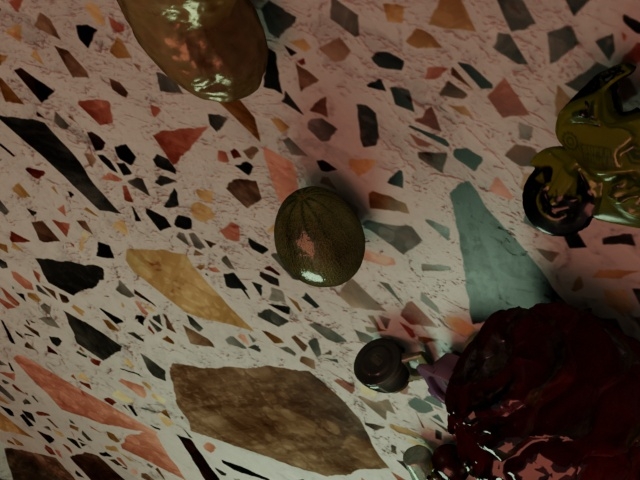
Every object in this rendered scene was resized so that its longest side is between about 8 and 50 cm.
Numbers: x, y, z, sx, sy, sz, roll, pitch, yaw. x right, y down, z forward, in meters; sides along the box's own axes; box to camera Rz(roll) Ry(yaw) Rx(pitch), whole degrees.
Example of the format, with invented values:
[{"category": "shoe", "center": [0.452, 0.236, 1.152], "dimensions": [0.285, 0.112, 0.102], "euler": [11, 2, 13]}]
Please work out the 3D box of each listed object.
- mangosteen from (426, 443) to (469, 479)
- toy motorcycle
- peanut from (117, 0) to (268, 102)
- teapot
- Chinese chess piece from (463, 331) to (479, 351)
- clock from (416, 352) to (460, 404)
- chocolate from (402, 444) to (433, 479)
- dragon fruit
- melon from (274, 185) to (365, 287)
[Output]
[{"category": "mangosteen", "center": [0.246, 0.426, 2.187], "dimensions": [0.081, 0.081, 0.081], "euler": [23, 146, 17]}, {"category": "toy motorcycle", "center": [0.400, -0.091, 1.308], "dimensions": [0.343, 0.142, 0.206], "euler": [9, 112, 26]}, {"category": "peanut", "center": [-0.172, -0.336, 1.482], "dimensions": [0.192, 0.169, 0.387], "euler": [8, 143, 27]}, {"category": "teapot", "center": [0.130, 0.233, 2.031], "dimensions": [0.124, 0.092, 0.091], "euler": [13, 159, 40]}, {"category": "Chinese chess piece", "center": [0.275, 0.185, 1.891], "dimensions": [0.084, 0.034, 0.084], "euler": [24, 149, 16]}, {"category": "clock", "center": [0.230, 0.244, 1.963], "dimensions": [0.110, 0.050, 0.152], "euler": [28, 161, 32]}, {"category": "chocolate", "center": [0.246, 0.519, 2.295], "dimensions": [0.110, 0.110, 0.291], "euler": [0, 132, 41]}, {"category": "dragon fruit", "center": [0.335, 0.243, 1.665], "dimensions": [0.329, 0.329, 0.329], "euler": [23, 146, 17]}, {"category": "melon", "center": [0.000, 0.000, 1.792], "dimensions": [0.139, 0.139, 0.192], "euler": [10, 143, 32]}]
